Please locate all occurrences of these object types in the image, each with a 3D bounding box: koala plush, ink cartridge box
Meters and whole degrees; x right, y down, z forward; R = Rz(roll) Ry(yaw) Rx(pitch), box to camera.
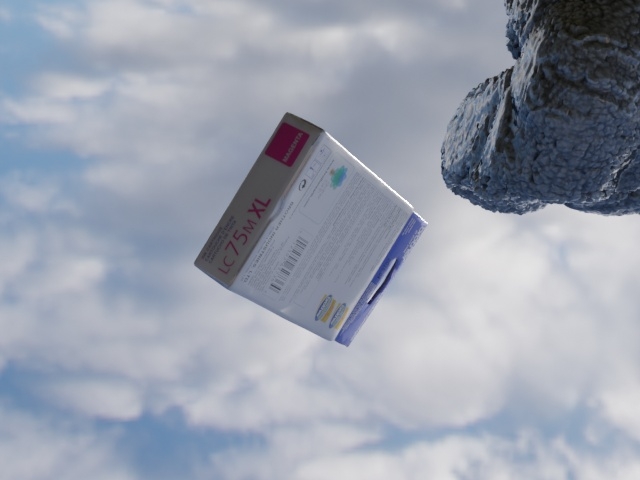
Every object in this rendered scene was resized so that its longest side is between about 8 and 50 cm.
[{"bbox_3d":[0.208,-0.075,0.764,0.221,0.196,0.203,16,-168,-8],"label":"koala plush"},{"bbox_3d":[0.000,0.000,1.443,0.065,0.186,0.311,31,179,32],"label":"ink cartridge box"}]
